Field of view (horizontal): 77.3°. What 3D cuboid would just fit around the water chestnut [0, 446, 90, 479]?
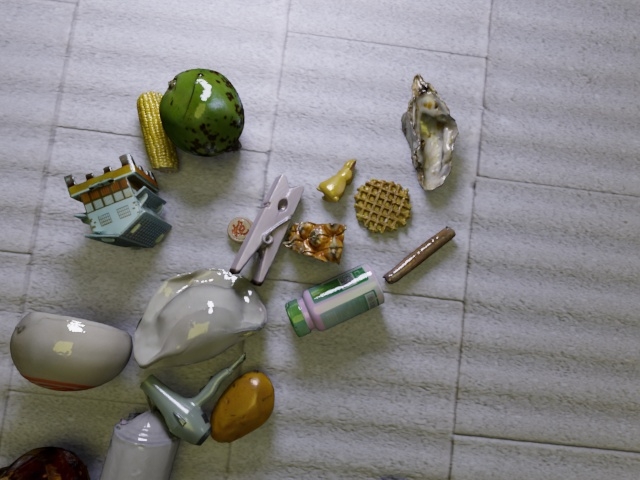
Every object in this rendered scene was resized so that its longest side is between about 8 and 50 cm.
[{"bbox_3d":[-0.747,0.718,1.035,0.335,0.347,0.335,-10,51,12],"label":"water chestnut"}]

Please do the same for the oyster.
[{"bbox_3d":[0.328,-0.330,1.237,0.166,0.110,0.341,-22,89,1],"label":"oyster"}]

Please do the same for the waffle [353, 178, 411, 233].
[{"bbox_3d":[0.193,-0.108,1.246,0.191,0.038,0.191,0,86,-3],"label":"waffle"}]

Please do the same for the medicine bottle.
[{"bbox_3d":[0.038,0.178,1.168,0.274,0.133,0.133,-24,87,-5],"label":"medicine bottle"}]

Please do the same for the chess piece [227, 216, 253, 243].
[{"bbox_3d":[-0.241,-0.031,1.220,0.083,0.038,0.083,0,85,-1],"label":"chess piece"}]

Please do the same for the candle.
[{"bbox_3d":[-0.484,0.564,1.090,0.187,0.187,0.330,14,84,-1],"label":"candle"}]

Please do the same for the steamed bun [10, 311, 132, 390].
[{"bbox_3d":[-0.653,0.301,1.050,0.283,0.283,0.177,10,69,-2],"label":"steamed bun"}]

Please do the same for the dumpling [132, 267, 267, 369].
[{"bbox_3d":[-0.351,0.210,1.136,0.341,0.181,0.260,-26,66,6],"label":"dumpling"}]

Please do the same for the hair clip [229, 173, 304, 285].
[{"bbox_3d":[-0.157,-0.034,1.187,0.101,0.085,0.331,27,76,-20],"label":"hair clip"}]

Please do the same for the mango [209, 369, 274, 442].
[{"bbox_3d":[-0.223,0.483,1.143,0.147,0.109,0.227,39,86,1],"label":"mango"}]

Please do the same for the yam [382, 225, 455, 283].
[{"bbox_3d":[0.303,0.048,1.234,0.264,0.046,0.046,-37,88,-5],"label":"yam"}]

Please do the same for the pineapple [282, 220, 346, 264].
[{"bbox_3d":[0.000,0.000,1.175,0.186,0.236,0.114,15,89,-41],"label":"pineapple"}]

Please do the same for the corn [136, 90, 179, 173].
[{"bbox_3d":[-0.488,-0.325,1.205,0.093,0.093,0.244,-14,86,-4],"label":"corn"}]

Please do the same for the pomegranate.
[{"bbox_3d":[-0.326,-0.351,1.150,0.254,0.254,0.270,-43,128,-5],"label":"pomegranate"}]

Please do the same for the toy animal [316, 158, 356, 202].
[{"bbox_3d":[0.068,-0.186,1.233,0.083,0.070,0.159,25,67,39],"label":"toy animal"}]

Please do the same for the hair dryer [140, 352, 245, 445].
[{"bbox_3d":[-0.361,0.391,1.102,0.229,0.092,0.267,24,74,0],"label":"hair dryer"}]

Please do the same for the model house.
[{"bbox_3d":[-0.551,-0.090,1.124,0.198,0.224,0.215,-21,83,-6],"label":"model house"}]
